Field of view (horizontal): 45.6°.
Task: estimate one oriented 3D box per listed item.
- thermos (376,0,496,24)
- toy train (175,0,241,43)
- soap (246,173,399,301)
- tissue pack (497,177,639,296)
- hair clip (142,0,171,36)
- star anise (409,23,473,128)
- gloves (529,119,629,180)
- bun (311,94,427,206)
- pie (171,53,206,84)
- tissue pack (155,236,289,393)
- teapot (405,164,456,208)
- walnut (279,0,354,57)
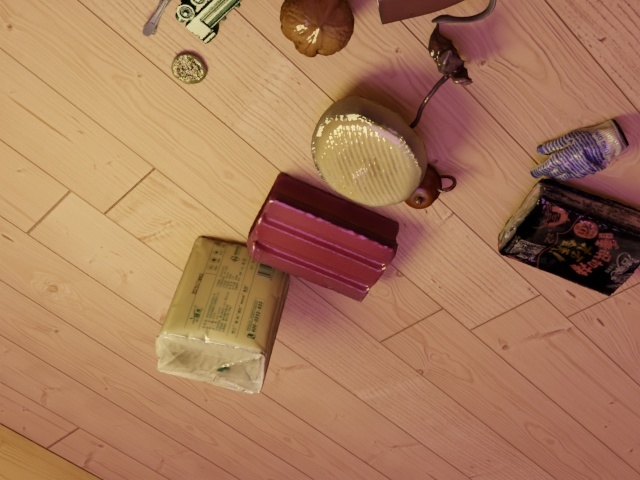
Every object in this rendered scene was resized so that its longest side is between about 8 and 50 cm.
[{"bbox_3d":[0.240,-0.510,1.497,0.265,0.146,0.176,-7,124,8],"label":"thermos"},{"bbox_3d":[-0.233,-0.510,1.628,0.170,0.071,0.111,-32,129,31],"label":"toy train"},{"bbox_3d":[0.000,0.000,2.005,0.359,0.128,0.233,23,130,-11],"label":"soap"},{"bbox_3d":[0.636,-0.005,1.900,0.332,0.123,0.245,20,138,-4],"label":"tissue pack"},{"bbox_3d":[-0.360,-0.497,1.680,0.030,0.039,0.115,25,129,-19],"label":"hair clip"},{"bbox_3d":[0.227,-0.339,1.677,0.227,0.218,0.148,-40,74,21],"label":"star anise"},{"bbox_3d":[0.590,-0.199,1.757,0.229,0.097,0.119,-28,92,36],"label":"gloves"},{"bbox_3d":[0.119,-0.214,1.777,0.287,0.146,0.287,15,136,15],"label":"bun"},{"bbox_3d":[-0.308,-0.398,1.772,0.085,0.017,0.085,5,132,6],"label":"pie"},{"bbox_3d":[-0.254,0.193,2.055,0.297,0.380,0.207,13,133,2],"label":"tissue pack"},{"bbox_3d":[0.247,-0.125,1.862,0.173,0.116,0.116,-9,130,16],"label":"teapot"},{"bbox_3d":[-0.006,-0.453,1.561,0.155,0.184,0.155,-1,119,-2],"label":"walnut"}]
